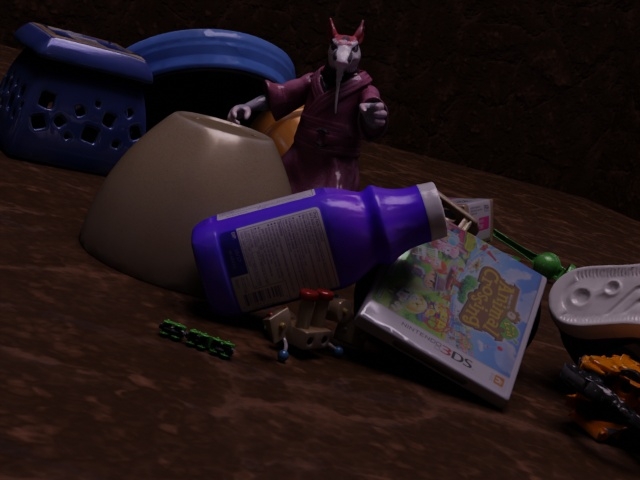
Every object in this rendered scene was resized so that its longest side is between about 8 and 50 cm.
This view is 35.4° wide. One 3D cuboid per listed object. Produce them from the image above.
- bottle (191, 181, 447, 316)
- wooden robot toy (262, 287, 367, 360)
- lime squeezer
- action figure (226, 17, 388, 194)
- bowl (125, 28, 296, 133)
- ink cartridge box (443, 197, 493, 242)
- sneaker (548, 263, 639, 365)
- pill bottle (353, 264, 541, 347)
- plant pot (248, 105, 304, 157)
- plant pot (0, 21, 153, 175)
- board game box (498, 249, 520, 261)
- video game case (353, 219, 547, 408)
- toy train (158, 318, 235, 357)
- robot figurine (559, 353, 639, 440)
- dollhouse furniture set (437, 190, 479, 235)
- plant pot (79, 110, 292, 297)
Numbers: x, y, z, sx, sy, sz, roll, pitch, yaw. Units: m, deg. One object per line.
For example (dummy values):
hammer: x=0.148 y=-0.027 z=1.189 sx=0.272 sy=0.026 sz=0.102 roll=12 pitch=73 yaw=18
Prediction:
bottle: x=0.000 y=0.000 z=1.140 sx=0.283 sy=0.118 sz=0.092 roll=-16 pitch=18 yaw=-1
wooden robot toy: x=-0.023 y=0.086 z=1.113 sx=0.079 sy=0.076 sz=0.173 roll=12 pitch=6 yaw=39
lime squeezer: x=0.436 y=0.052 z=1.956 sx=0.110 sy=0.058 sz=0.310 roll=15 pitch=11 yaw=-20
action figure: x=0.024 y=-0.143 z=1.491 sx=0.248 sy=0.370 sz=0.276 roll=22 pitch=14 yaw=28
bowl: x=-0.240 y=-0.283 z=2.003 sx=0.391 sy=0.077 sz=0.391 roll=-6 pitch=-20 yaw=-2
ink cartridge box: x=0.201 y=-0.035 z=1.847 sx=0.193 sy=0.088 sz=0.235 roll=3 pitch=5 yaw=21
sneaker: x=0.464 y=0.126 z=1.256 sx=0.323 sy=0.130 sz=0.236 roll=1 pitch=-30 yaw=35
pill bottle: x=0.163 y=0.077 z=1.280 sx=0.219 sy=0.122 sz=0.123 roll=15 pitch=12 yaw=-15
plant pot: x=-0.024 y=-0.150 z=1.960 sx=0.205 sy=0.205 sz=0.188 roll=10 pitch=29 yaw=-33
plant pot: x=-0.431 y=-0.250 z=1.749 sx=0.236 sy=0.212 sz=0.236 roll=9 pitch=14 yaw=-32
board game box: x=0.297 y=0.038 z=1.888 sx=0.124 sy=0.039 sz=0.259 roll=21 pitch=15 yaw=18
video game case: x=0.160 y=0.070 z=1.181 sx=0.193 sy=0.023 sz=0.212 roll=30 pitch=46 yaw=0
toy train: x=-0.125 y=0.099 z=1.021 sx=0.083 sy=0.017 sz=0.024 roll=19 pitch=1 yaw=8
robot figurine: x=0.397 y=0.209 z=1.088 sx=0.211 sy=0.085 sz=0.291 roll=6 pitch=17 yaw=-46
dollhouse furniture set: x=0.149 y=0.040 z=1.599 sx=0.101 sy=0.182 sz=0.161 roll=37 pitch=-31 yaw=6
plant pot: x=-0.150 y=-0.059 z=1.302 sx=0.284 sy=0.190 sz=0.284 roll=16 pitch=11 yaw=-3
